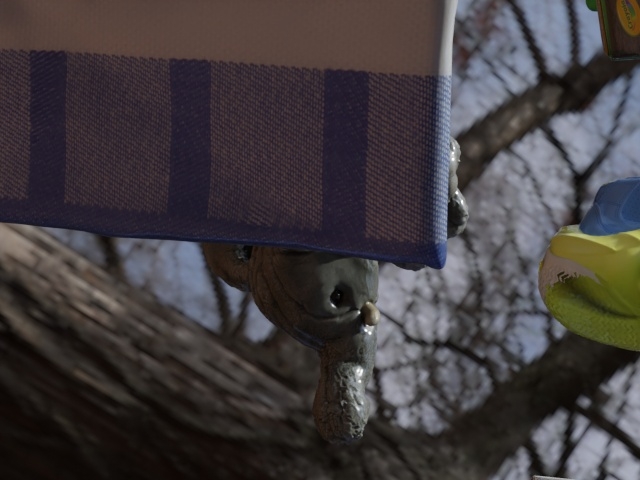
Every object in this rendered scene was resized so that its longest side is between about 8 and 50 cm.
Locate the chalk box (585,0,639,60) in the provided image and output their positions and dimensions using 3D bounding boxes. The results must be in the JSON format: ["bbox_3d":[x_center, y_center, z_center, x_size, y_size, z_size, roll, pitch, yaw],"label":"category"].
[{"bbox_3d":[0.273,-0.201,1.135,0.132,0.132,0.213,-17,-167,-39],"label":"chalk box"}]

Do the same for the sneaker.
[{"bbox_3d":[0.256,0.018,0.965,0.091,0.240,0.126,91,22,-51],"label":"sneaker"}]

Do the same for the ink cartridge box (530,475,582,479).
[{"bbox_3d":[0.205,0.197,1.190,0.063,0.115,0.029,97,-3,-64],"label":"ink cartridge box"}]

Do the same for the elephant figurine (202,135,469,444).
[{"bbox_3d":[0.000,0.000,1.199,0.186,0.169,0.239,18,-143,24],"label":"elephant figurine"}]

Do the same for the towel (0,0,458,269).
[{"bbox_3d":[-0.047,-0.140,0.518,0.209,0.034,0.285,5,-80,27],"label":"towel"}]
